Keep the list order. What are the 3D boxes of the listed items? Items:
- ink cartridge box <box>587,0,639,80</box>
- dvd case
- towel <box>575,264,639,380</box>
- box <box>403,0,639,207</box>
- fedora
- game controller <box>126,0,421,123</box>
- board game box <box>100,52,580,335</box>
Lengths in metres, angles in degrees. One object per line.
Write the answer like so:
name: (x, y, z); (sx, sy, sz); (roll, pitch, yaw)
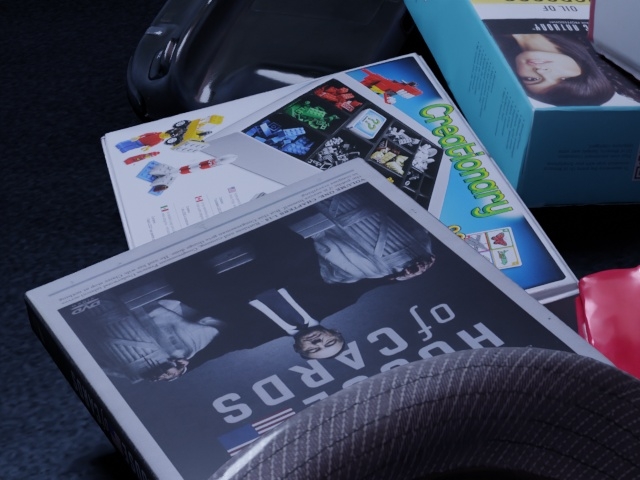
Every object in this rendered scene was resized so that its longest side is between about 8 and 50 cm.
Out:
ink cartridge box: (0.347, -0.220, 0.995); (0.385, 0.279, 0.160); (-8, 25, -21)
dvd case: (-0.008, 0.046, 0.848); (0.179, 0.029, 0.239); (-22, 30, -16)
towel: (0.238, 0.050, 0.761); (0.275, 0.031, 0.199); (-17, 42, 15)
box: (0.124, -0.106, 1.109); (0.101, 0.060, 0.244); (-1, 33, -14)
fedora: (0.017, 0.170, 0.564); (0.275, 0.243, 0.124); (-46, 14, -35)
game controller: (0.006, -0.178, 1.281); (0.166, 0.067, 0.319); (16, 54, 20)
board game box: (0.000, 0.000, 1.018); (0.193, 0.053, 0.305); (-15, 28, -5)
